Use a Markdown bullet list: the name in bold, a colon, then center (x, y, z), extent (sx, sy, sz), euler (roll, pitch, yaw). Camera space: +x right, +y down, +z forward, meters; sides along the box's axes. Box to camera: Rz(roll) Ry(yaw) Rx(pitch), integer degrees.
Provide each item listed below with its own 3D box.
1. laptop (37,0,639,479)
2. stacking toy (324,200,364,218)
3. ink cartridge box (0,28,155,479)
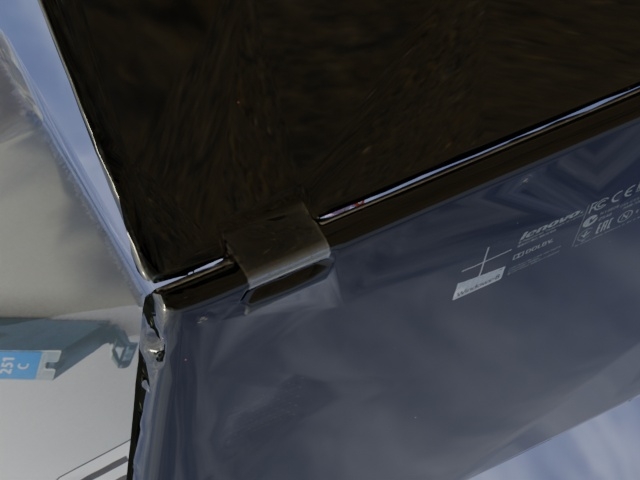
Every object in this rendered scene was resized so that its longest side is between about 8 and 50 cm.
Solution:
- **laptop**: center (0.053, -0.101, 0.740), extent (0.382, 0.408, 0.236), euler (-22, -118, -22)
- **stacking toy**: center (0.000, 0.000, 1.101), extent (0.052, 0.167, 0.221), euler (20, -95, -24)
- **ink cartridge box**: center (-0.189, 0.075, 0.821), extent (0.261, 0.296, 0.066), euler (-27, -127, -2)
